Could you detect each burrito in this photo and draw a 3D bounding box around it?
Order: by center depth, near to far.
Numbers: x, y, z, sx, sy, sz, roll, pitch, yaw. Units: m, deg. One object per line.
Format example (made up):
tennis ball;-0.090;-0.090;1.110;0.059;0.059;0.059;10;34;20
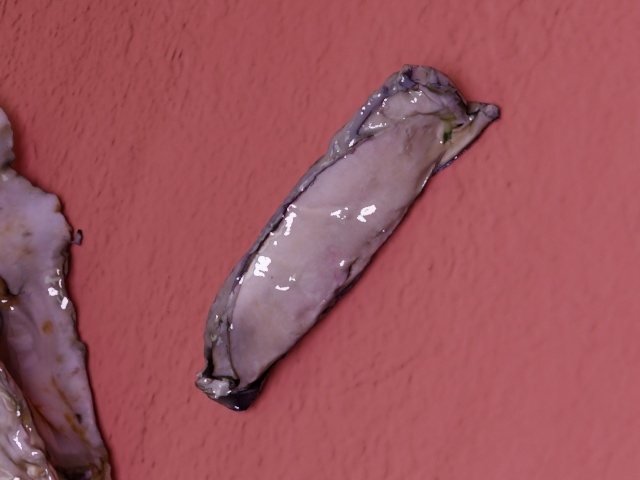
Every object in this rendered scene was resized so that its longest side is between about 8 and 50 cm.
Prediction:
burrito;0.001;0.000;1.044;0.058;0.063;0.229;45;108;12

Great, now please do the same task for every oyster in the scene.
oyster;-0.206;0.056;1.172;0.110;0.166;0.341;-29;74;23
